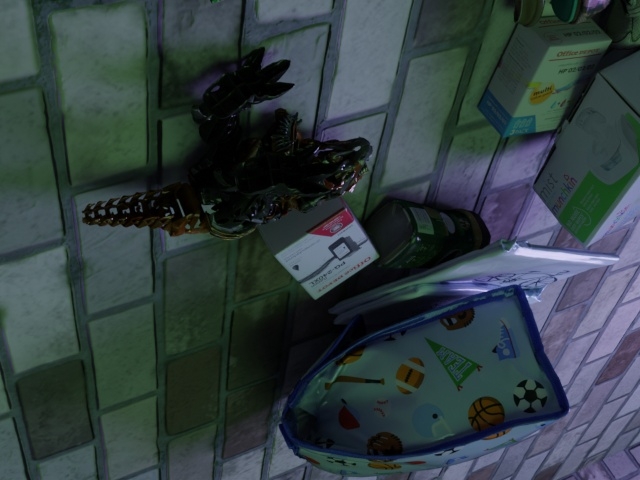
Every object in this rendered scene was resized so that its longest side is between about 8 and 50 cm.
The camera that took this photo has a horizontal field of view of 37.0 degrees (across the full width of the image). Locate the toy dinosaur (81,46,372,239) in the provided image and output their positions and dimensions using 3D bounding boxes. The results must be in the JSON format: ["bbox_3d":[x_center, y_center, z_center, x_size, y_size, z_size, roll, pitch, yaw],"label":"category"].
[{"bbox_3d":[-0.080,-0.058,1.021,0.322,0.164,0.218,-39,171,-30],"label":"toy dinosaur"}]

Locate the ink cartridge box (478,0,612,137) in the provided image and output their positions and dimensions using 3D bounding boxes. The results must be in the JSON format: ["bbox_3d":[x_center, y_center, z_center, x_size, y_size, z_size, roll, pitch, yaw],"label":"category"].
[{"bbox_3d":[0.280,-0.217,1.171,0.104,0.061,0.181,-13,143,-28],"label":"ink cartridge box"}]

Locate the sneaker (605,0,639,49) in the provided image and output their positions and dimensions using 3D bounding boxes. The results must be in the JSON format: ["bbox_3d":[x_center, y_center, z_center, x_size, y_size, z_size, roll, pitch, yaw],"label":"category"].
[{"bbox_3d":[0.366,-0.319,1.102,0.092,0.088,0.225,-8,139,-12],"label":"sneaker"}]

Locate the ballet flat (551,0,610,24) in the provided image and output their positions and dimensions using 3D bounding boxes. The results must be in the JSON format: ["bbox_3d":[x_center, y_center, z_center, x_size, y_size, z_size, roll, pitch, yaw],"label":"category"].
[{"bbox_3d":[0.289,-0.326,1.016,0.079,0.077,0.221,-29,146,-7],"label":"ballet flat"}]

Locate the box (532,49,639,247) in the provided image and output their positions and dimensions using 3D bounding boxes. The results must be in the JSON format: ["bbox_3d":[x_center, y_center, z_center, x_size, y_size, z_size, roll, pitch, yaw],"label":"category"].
[{"bbox_3d":[0.432,-0.145,1.251,0.231,0.127,0.262,-29,159,-22],"label":"box"}]

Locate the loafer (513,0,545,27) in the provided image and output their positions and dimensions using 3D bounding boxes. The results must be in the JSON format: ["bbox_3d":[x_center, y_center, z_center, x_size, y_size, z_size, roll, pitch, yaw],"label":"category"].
[{"bbox_3d":[0.224,-0.290,1.040,0.050,0.056,0.148,8,153,6],"label":"loafer"}]

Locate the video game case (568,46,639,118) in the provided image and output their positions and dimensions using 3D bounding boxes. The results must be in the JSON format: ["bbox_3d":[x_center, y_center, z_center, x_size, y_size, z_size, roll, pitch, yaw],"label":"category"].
[{"bbox_3d":[0.420,-0.212,1.335,0.190,0.022,0.173,-37,148,11],"label":"video game case"}]

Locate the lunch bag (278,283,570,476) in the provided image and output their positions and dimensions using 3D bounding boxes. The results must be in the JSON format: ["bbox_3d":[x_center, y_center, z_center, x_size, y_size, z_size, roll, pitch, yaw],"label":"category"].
[{"bbox_3d":[0.132,0.235,1.445,0.385,0.239,0.328,-19,162,-2],"label":"lunch bag"}]

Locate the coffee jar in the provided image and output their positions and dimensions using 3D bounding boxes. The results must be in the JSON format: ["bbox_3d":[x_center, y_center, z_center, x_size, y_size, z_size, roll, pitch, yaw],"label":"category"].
[{"bbox_3d":[0.152,-0.004,1.337,0.184,0.079,0.096,6,141,-44],"label":"coffee jar"}]

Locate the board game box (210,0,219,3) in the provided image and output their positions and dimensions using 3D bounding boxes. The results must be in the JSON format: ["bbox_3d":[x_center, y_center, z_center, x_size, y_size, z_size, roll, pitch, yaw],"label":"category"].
[{"bbox_3d":[0.022,-0.288,0.843,0.259,0.030,0.136,-23,170,-14],"label":"board game box"}]

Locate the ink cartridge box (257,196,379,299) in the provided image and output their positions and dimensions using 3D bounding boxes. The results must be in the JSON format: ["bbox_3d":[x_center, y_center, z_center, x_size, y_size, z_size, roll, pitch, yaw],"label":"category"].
[{"bbox_3d":[0.000,0.000,1.231,0.109,0.063,0.150,-34,148,4],"label":"ink cartridge box"}]

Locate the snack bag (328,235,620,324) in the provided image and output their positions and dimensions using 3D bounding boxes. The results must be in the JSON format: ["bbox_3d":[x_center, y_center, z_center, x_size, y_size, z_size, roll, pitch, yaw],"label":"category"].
[{"bbox_3d":[0.238,0.072,1.431,0.323,0.037,0.342,6,157,-44],"label":"snack bag"}]
